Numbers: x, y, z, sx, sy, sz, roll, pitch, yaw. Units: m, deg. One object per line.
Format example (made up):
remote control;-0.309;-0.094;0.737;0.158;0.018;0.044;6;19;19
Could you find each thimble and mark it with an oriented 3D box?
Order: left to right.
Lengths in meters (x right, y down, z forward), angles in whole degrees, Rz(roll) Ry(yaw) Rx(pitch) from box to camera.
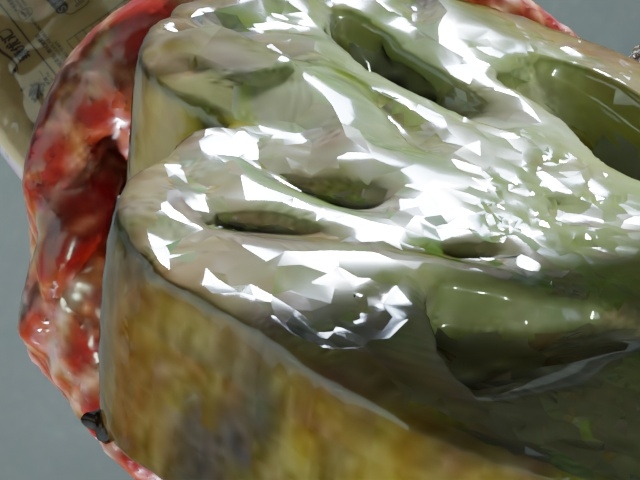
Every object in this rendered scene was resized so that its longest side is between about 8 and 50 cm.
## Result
thimble;0.000;0.000;1.080;0.230;0.350;0.350;-127;-124;-81

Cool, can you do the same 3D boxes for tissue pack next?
tissue pack;-0.181;-0.146;1.535;0.215;0.256;0.123;-37;150;-8

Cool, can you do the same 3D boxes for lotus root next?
lotus root;0.090;0.020;0.748;0.390;0.375;0.111;-113;-146;-56

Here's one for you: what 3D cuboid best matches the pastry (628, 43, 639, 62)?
pastry;0.303;-0.047;1.566;0.112;0.265;0.103;-39;-155;10
